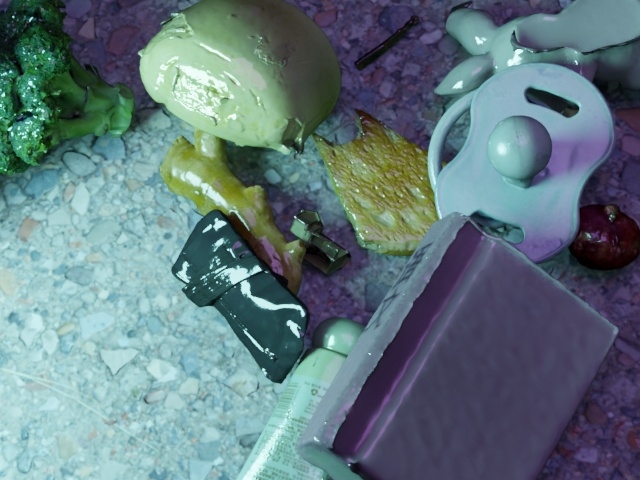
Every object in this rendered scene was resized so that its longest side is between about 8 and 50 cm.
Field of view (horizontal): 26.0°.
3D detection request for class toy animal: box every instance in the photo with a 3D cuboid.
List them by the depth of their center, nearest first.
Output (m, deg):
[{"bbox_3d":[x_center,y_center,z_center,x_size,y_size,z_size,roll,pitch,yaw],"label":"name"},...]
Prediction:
[{"bbox_3d":[0.332,-0.273,1.969,0.325,0.154,0.208,7,58,10],"label":"toy animal"}]

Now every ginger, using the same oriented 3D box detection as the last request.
[{"bbox_3d":[-0.116,-0.033,1.907,0.118,0.065,0.299,-43,71,20],"label":"ginger"}]

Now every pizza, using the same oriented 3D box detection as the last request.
[{"bbox_3d":[0.088,-0.079,1.943,0.262,0.034,0.181,40,72,15],"label":"pizza"}]

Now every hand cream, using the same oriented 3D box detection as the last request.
[{"bbox_3d":[-0.013,0.244,1.761,0.147,0.093,0.305,19,68,14],"label":"hand cream"}]

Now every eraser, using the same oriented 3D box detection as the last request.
[{"bbox_3d":[0.173,0.185,1.729,0.272,0.122,0.359,36,69,-7],"label":"eraser"}]

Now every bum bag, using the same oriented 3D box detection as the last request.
[{"bbox_3d":[-0.100,0.070,1.830,0.248,0.060,0.123,45,116,24],"label":"bum bag"}]

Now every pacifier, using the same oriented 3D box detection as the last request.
[{"bbox_3d":[0.255,-0.115,1.820,0.238,0.226,0.287,27,86,11],"label":"pacifier"}]

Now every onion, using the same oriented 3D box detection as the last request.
[{"bbox_3d":[0.383,-0.008,1.870,0.107,0.097,0.107,12,39,-10],"label":"onion"}]

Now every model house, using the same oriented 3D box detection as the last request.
[{"bbox_3d":[0.000,0.000,1.898,0.083,0.057,0.058,34,31,18],"label":"model house"}]

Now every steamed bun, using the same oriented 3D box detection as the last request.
[{"bbox_3d":[-0.102,-0.243,1.913,0.273,0.166,0.232,28,27,17],"label":"steamed bun"}]

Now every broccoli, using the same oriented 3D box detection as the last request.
[{"bbox_3d":[-0.394,-0.214,1.932,0.270,0.270,0.270,10,61,-27],"label":"broccoli"}]

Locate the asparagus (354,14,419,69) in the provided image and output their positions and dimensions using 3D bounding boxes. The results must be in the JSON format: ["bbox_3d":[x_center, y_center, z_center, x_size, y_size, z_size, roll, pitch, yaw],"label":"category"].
[{"bbox_3d":[0.101,-0.295,2.059,0.127,0.015,0.018,-40,71,-16],"label":"asparagus"}]
